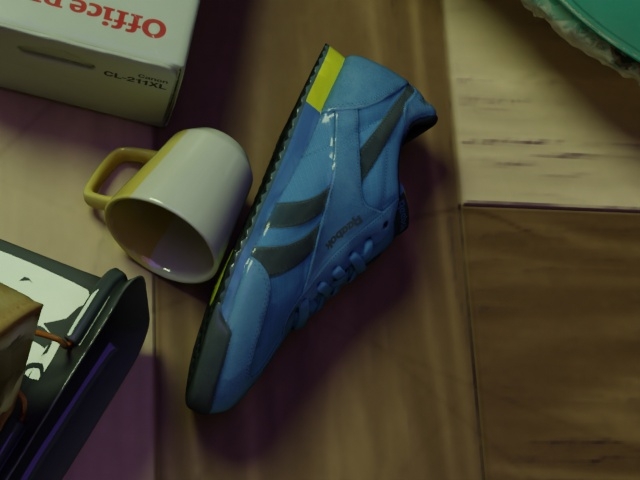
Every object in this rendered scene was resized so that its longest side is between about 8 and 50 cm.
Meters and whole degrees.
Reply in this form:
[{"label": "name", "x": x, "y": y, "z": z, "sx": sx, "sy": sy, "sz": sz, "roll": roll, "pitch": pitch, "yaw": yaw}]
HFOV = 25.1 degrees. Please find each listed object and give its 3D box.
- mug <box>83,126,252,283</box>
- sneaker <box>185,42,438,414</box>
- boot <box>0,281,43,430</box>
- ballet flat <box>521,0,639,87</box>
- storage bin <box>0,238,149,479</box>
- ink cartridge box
[{"label": "mug", "x": -0.071, "y": -0.027, "z": 0.716, "sx": 0.078, "sy": 0.062, "sz": 0.064, "roll": 34, "pitch": 57, "yaw": -6}, {"label": "sneaker", "x": 0.000, "y": 0.000, "z": 0.717, "sx": 0.082, "sy": 0.069, "sz": 0.209, "roll": 27, "pitch": 65, "yaw": -6}, {"label": "boot", "x": -0.221, "y": -0.020, "z": 0.618, "sx": 0.269, "sy": 0.089, "sz": 0.236, "roll": 29, "pitch": 76, "yaw": 23}, {"label": "ballet flat", "x": 0.114, "y": -0.215, "z": 0.794, "sx": 0.409, "sy": 0.147, "sz": 0.147, "roll": 37, "pitch": 66, "yaw": 2}, {"label": "storage bin", "x": -0.151, "y": 0.060, "z": 0.649, "sx": 0.091, "sy": 0.098, "sz": 0.135, "roll": 25, "pitch": 65, "yaw": 8}, {"label": "ink cartridge box", "x": -0.120, "y": -0.161, "z": 0.747, "sx": 0.127, "sy": 0.072, "sz": 0.175, "roll": 14, "pitch": 67, "yaw": -8}]
